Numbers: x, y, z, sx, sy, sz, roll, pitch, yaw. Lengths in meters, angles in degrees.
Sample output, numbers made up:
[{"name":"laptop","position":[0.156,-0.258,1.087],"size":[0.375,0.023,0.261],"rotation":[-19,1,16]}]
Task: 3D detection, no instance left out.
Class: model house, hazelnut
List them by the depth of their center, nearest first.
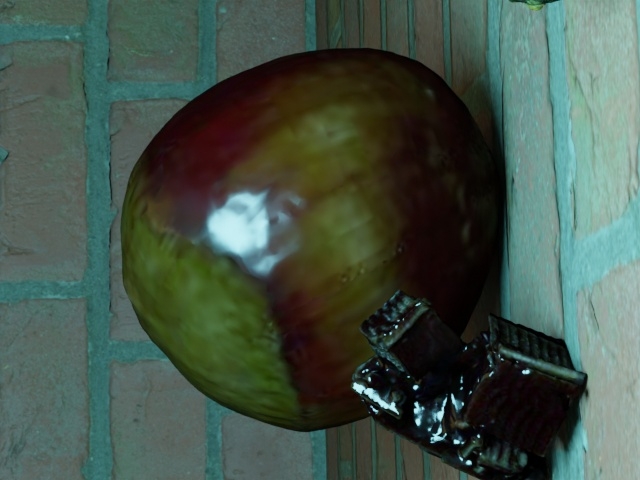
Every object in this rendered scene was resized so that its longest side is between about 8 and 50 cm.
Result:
[{"name":"model house","position":[0.124,0.129,1.313],"size":[0.164,0.203,0.141],"rotation":[75,-146,-79]},{"name":"hazelnut","position":[0.000,0.000,1.526],"size":[0.353,0.421,0.421],"rotation":[-119,27,-53]}]

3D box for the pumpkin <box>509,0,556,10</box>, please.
[{"name":"pumpkin","position":[0.161,-0.268,1.116],"size":[0.190,0.146,0.190],"rotation":[-54,18,26]}]
